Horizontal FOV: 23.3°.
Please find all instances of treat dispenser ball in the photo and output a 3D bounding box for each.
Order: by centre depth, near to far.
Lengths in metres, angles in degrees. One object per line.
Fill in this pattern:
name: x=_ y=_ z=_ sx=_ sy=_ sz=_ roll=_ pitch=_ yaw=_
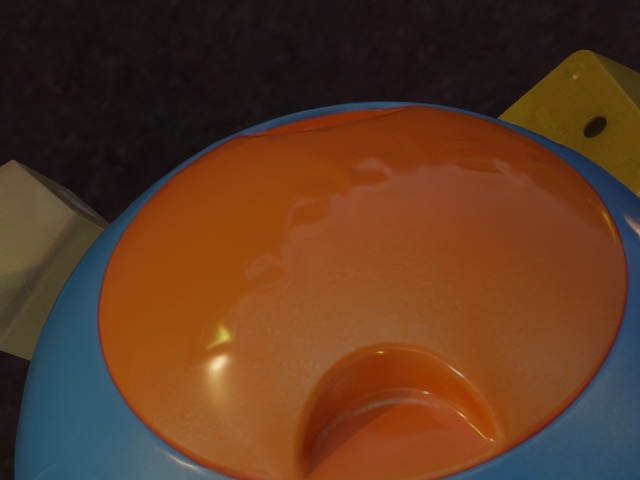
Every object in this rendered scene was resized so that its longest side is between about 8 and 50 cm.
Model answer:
treat dispenser ball: x=0.026 y=0.089 z=0.613 sx=0.288 sy=0.288 sz=0.288 roll=15 pitch=60 yaw=-28

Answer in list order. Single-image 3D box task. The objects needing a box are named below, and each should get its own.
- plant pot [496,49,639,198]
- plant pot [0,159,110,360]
plant pot: x=0.190 y=0.007 z=0.994 sx=0.187 sy=0.212 sz=0.212 roll=41 pitch=15 yaw=-36
plant pot: x=-0.190 y=0.012 z=1.021 sx=0.109 sy=0.096 sz=0.109 roll=37 pitch=2 yaw=28
